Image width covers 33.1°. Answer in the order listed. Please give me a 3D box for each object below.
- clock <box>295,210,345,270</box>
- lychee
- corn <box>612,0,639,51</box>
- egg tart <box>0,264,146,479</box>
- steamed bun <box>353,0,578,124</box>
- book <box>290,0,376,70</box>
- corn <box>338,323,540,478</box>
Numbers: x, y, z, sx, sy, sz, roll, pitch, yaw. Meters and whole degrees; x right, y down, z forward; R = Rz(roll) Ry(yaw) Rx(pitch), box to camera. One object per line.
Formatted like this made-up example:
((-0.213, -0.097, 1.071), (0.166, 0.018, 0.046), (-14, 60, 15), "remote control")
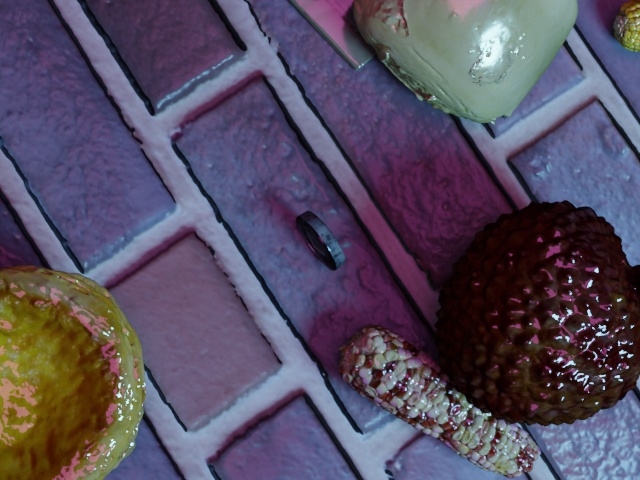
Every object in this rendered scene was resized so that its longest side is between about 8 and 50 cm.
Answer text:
((0.000, 0.000, 1.353), (0.017, 0.085, 0.085), (-36, 88, -13), "clock")
((0.277, 0.084, 1.277), (0.300, 0.264, 0.264), (-25, 86, 6), "lychee")
((0.489, -0.285, 1.429), (0.203, 0.072, 0.072), (0, 84, -6), "corn")
((-0.361, 0.178, 1.286), (0.318, 0.128, 0.319), (0, 86, -6), "egg tart")
((0.186, -0.283, 1.341), (0.273, 0.166, 0.232), (41, 84, -10), "steamed bun")
((0.079, -0.390, 1.428), (0.282, 0.025, 0.215), (-45, 91, -6), "book")
((0.143, 0.204, 1.344), (0.280, 0.092, 0.092), (36, 83, -2), "corn")
